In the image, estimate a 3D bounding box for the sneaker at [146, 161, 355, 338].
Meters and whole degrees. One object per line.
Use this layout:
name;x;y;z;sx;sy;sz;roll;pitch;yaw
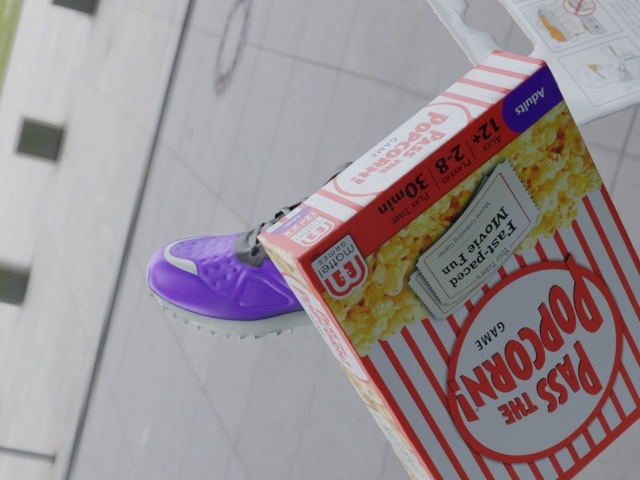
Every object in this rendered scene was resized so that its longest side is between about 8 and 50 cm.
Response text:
sneaker;0.000;0.000;1.100;0.102;0.293;0.146;-79;-8;-57

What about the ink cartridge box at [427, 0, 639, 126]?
ink cartridge box;0.291;-0.222;1.262;0.091;0.385;0.308;89;157;-51

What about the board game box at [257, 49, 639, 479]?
board game box;0.080;0.032;0.629;0.147;0.193;0.045;-39;28;-13
